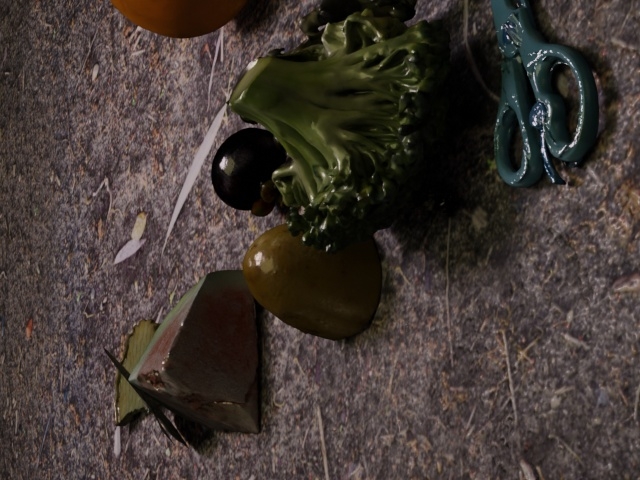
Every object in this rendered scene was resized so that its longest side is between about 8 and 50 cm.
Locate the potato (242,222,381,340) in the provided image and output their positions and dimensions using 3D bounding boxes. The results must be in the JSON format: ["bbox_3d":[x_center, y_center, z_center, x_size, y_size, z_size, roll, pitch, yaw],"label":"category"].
[{"bbox_3d":[-0.033,0.045,1.836,0.203,0.158,0.178,42,116,57],"label":"potato"}]

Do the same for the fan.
[{"bbox_3d":[-0.291,0.284,2.212,0.012,0.233,0.415,-42,12,-7],"label":"fan"}]

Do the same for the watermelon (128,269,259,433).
[{"bbox_3d":[-0.182,0.204,2.147,0.310,0.193,0.232,-51,20,27],"label":"watermelon"}]

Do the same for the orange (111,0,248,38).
[{"bbox_3d":[-0.247,-0.500,2.230,0.312,0.312,0.312,-23,64,59],"label":"orange"}]

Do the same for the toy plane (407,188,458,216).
[{"bbox_3d":[0.142,-0.048,1.650,0.121,0.049,0.031,163,113,-79],"label":"toy plane"}]

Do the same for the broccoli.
[{"bbox_3d":[0.044,-0.161,1.690,0.324,0.272,0.334,-40,21,-3],"label":"broccoli"}]

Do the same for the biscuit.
[{"bbox_3d":[-0.341,0.245,2.524,0.273,0.036,0.187,-33,56,57],"label":"biscuit"}]

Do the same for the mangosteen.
[{"bbox_3d":[-0.099,-0.103,2.062,0.151,0.137,0.137,39,125,19],"label":"mangosteen"}]

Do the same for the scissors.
[{"bbox_3d":[0.235,-0.235,1.529,0.180,0.032,0.393,-45,45,49],"label":"scissors"}]
